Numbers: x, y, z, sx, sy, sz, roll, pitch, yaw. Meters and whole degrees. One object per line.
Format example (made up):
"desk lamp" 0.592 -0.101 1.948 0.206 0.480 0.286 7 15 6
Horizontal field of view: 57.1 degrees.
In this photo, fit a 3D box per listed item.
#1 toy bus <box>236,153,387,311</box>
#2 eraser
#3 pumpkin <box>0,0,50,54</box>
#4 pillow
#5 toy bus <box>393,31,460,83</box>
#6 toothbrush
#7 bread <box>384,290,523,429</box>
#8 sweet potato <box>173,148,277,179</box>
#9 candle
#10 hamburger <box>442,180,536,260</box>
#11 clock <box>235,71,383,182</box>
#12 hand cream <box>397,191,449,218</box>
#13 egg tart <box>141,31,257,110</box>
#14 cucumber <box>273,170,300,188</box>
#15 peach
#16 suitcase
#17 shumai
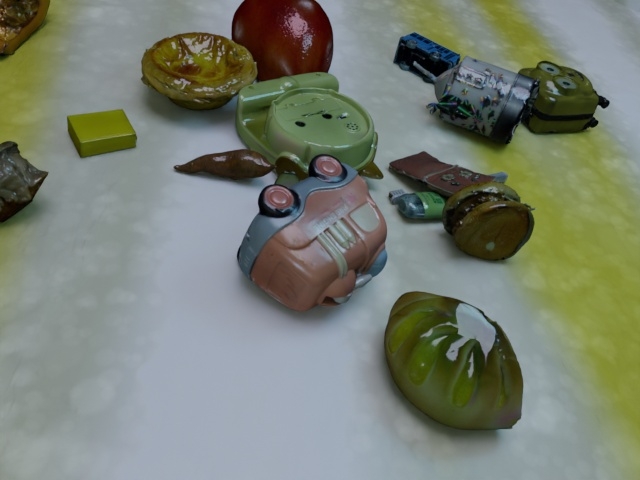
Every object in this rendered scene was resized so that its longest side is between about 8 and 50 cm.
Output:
"toy bus" 0.000 0.000 1.070 0.232 0.194 0.287 43 50 16
"eraser" -0.472 -0.234 1.272 0.122 0.045 0.097 -17 53 -30
"pumpkin" -0.786 -0.598 1.445 0.139 0.190 0.280 13 45 -3
"pillow" 0.278 -0.151 1.359 0.126 0.043 0.232 -22 38 -36
"toy bus" 0.323 -0.542 1.757 0.184 0.090 0.106 35 46 20
"toothbrush" 0.308 -0.126 1.388 0.342 0.025 0.030 -11 45 -24
"bread" 0.208 0.203 0.945 0.260 0.158 0.156 27 49 16
"sweet potato" -0.201 -0.164 1.266 0.226 0.068 0.068 1 44 5
"candle" 0.397 -0.389 1.558 0.330 0.187 0.187 24 45 10
"hamburger" 0.353 -0.046 1.223 0.185 0.177 0.113 -20 41 4
"clock" -0.006 -0.247 1.356 0.286 0.117 0.348 -21 54 -30
"hand cream" 0.257 -0.081 1.313 0.175 0.046 0.095 -5 43 -22
"egg tart" -0.293 -0.400 1.431 0.295 0.116 0.295 6 45 -6
"cucumber" -0.069 -0.099 1.202 0.067 0.107 0.035 4 37 -8
"peach" -0.093 -0.551 1.575 0.257 0.201 0.362 -9 49 -24
"suitcase" 0.675 -0.414 1.684 0.235 0.143 0.194 -6 48 -20
"shumai" -0.594 -0.091 1.055 0.201 0.201 0.120 -46 111 -42
